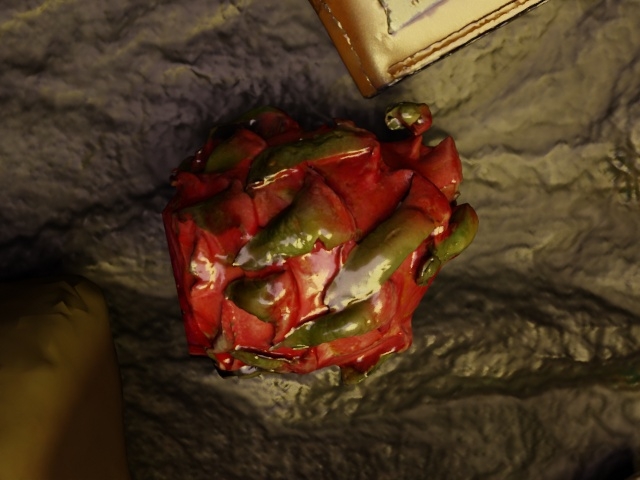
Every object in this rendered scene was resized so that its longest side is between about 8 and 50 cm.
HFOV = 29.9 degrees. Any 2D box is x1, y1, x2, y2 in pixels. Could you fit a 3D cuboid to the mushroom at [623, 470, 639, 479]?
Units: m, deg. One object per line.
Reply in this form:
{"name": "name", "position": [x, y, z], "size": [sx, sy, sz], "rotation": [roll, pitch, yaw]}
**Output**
{"name": "mushroom", "position": [0.160, 0.256, 0.787], "size": [0.247, 0.096, 0.108], "rotation": [-43, 132, 17]}

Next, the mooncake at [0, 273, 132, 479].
{"name": "mooncake", "position": [-0.194, 0.224, 0.717], "size": [0.246, 0.393, 0.394], "rotation": [-13, 66, 5]}

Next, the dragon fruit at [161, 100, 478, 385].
{"name": "dragon fruit", "position": [0.000, 0.000, 0.683], "size": [0.172, 0.166, 0.160], "rotation": [-12, 101, -8]}

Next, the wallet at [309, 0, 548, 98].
{"name": "wallet", "position": [0.071, -0.194, 0.674], "size": [0.195, 0.042, 0.161], "rotation": [-29, 105, 9]}
